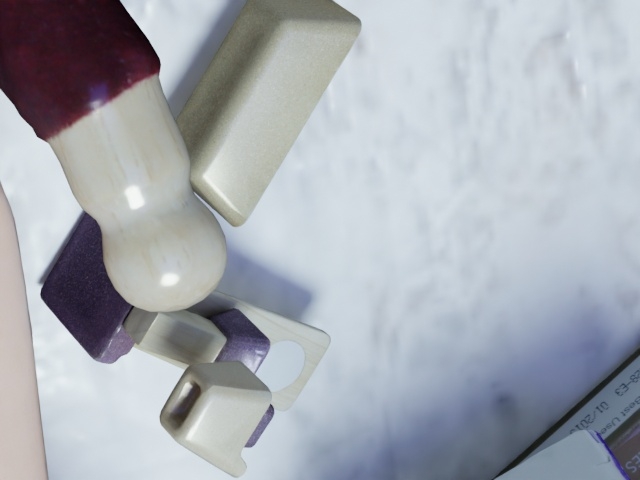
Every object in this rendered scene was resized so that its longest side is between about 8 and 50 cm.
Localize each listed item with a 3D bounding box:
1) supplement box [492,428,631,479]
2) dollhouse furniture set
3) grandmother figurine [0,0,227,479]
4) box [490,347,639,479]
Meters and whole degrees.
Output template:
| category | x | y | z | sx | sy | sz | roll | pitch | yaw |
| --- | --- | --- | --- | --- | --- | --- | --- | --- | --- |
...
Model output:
| category | x | y | z | sx | sy | sz | roll | pitch | yaw |
| --- | --- | --- | --- | --- | --- | --- | --- | --- | --- |
| supplement box | 0.096 | 0.184 | 0.577 | 0.114 | 0.111 | 0.220 | -30 | 118 | -2 |
| dollhouse furniture set | 0.000 | 0.000 | 0.537 | 0.081 | 0.091 | 0.114 | 25 | 100 | -40 |
| grandmother figurine | -0.124 | -0.026 | 0.467 | 0.208 | 0.104 | 0.342 | 0 | 108 | 2 |
| box | 0.130 | 0.148 | 0.657 | 0.136 | 0.036 | 0.225 | -43 | 118 | 3 |
